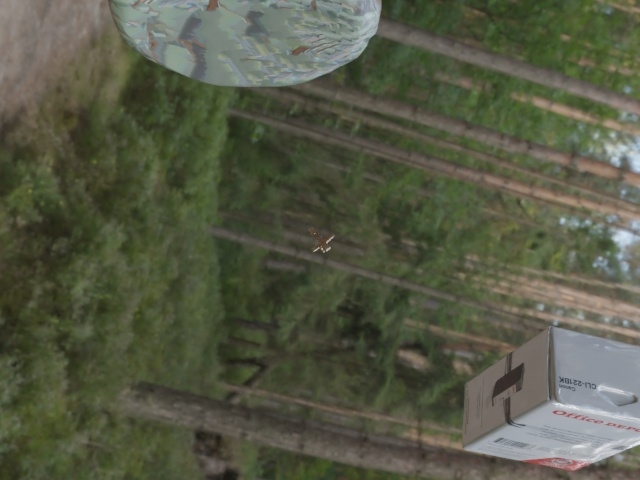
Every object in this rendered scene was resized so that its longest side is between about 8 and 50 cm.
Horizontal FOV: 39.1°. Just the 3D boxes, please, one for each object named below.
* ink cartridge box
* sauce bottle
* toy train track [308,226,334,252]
[{"bbox_3d":[0.351,0.236,1.304,0.273,0.197,0.114,125,-24,-60],"label":"ink cartridge box"},{"bbox_3d":[-0.020,-0.238,0.396,0.111,0.111,0.344,130,-34,-66],"label":"sauce bottle"},{"bbox_3d":[0.000,0.000,1.611,0.048,0.014,0.083,-37,-145,-3],"label":"toy train track"}]
